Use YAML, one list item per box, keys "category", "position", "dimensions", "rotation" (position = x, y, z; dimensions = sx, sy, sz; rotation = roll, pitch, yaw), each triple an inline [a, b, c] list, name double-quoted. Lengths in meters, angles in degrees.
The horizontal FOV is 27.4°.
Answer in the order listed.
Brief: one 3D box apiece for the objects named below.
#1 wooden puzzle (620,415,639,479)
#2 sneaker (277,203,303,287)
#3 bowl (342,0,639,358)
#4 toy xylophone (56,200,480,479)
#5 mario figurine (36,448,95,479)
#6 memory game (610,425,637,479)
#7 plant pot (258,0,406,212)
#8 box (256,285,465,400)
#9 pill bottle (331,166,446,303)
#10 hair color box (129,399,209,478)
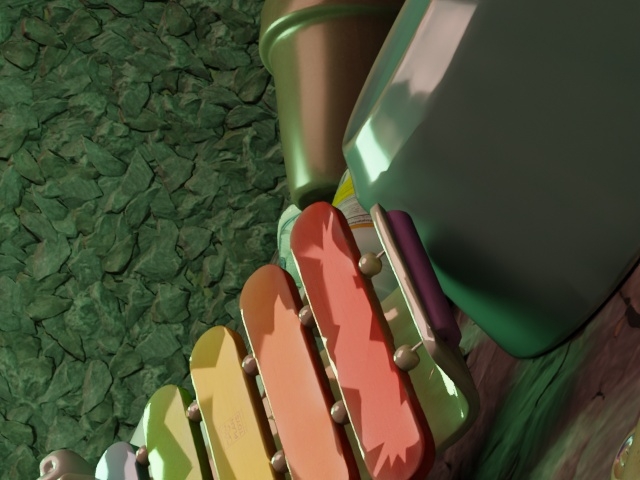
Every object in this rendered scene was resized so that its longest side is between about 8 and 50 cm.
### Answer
- category: "wooden puzzle"
  position: [0.218, -0.082, 0.367]
  dimensions: [0.348, 0.080, 0.322]
  rotation: [119, 176, -65]
- category: "sneaker"
  position: [0.000, 0.000, 1.776]
  dimensions: [0.283, 0.110, 0.122]
  rotation: [124, 167, -53]
- category: "bowl"
  position: [0.123, -0.097, 0.833]
  dimensions: [0.312, 0.163, 0.311]
  rotation: [-63, 5, 11]
- category: "toy xylophone"
  position: [-0.022, 0.138, 0.776]
  dimensions: [0.323, 0.081, 0.236]
  rotation: [-47, 42, 16]
- category: "mario figurine"
  position: [-0.223, 0.326, 1.214]
  dimensions: [0.170, 0.320, 0.198]
  rotation: [-60, 6, 28]
- category: "memory game"
  position: [0.130, 0.126, 0.506]
  dimensions: [0.186, 0.012, 0.186]
  rotation: [-62, 5, 10]
- category: "plant pot"
  position: [0.055, -0.142, 1.426]
  dimensions: [0.263, 0.263, 0.229]
  rotation: [130, 147, -67]
- category: "box"
  position: [0.009, 0.135, 0.953]
  dimensions: [0.170, 0.130, 0.091]
  rotation: [-68, 8, -28]
- category: "pill bottle"
  position: [0.057, 0.011, 1.148]
  dimensions: [0.117, 0.117, 0.215]
  rotation: [-59, 7, 35]
- category: "hair color box"
  position: [-0.183, 0.355, 1.518]
  dimensions: [0.174, 0.105, 0.347]
  rotation: [-13, 43, 42]
